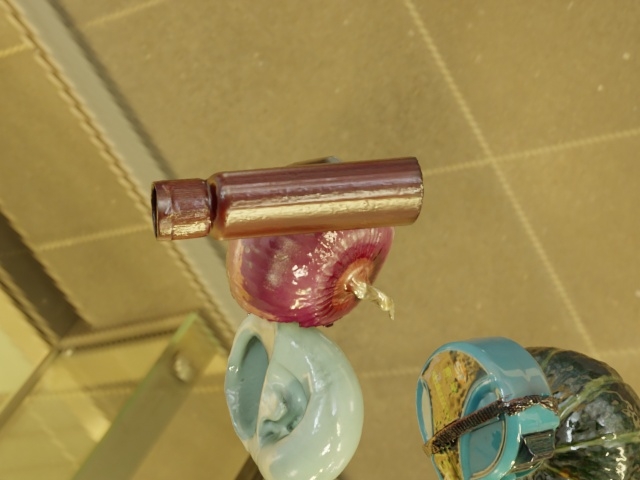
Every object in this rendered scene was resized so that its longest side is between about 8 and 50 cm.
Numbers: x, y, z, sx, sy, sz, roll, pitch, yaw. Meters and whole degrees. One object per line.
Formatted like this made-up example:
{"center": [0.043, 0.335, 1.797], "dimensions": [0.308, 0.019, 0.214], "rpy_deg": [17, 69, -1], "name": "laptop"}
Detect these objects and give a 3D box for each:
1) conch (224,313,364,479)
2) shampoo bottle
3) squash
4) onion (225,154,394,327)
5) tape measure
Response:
{"center": [-0.034, 0.188, 1.627], "dimensions": [0.185, 0.121, 0.221], "rpy_deg": [-14, 78, 26], "name": "conch"}
{"center": [-0.035, -0.039, 1.354], "dimensions": [0.260, 0.064, 0.102], "rpy_deg": [-5, 164, -13], "name": "shampoo bottle"}
{"center": [0.280, 0.255, 1.671], "dimensions": [0.252, 0.165, 0.252], "rpy_deg": [-2, 85, 30], "name": "squash"}
{"center": [-0.009, -0.007, 1.573], "dimensions": [0.207, 0.200, 0.200], "rpy_deg": [-3, 145, -23], "name": "onion"}
{"center": [0.137, 0.147, 1.179], "dimensions": [0.146, 0.081, 0.125], "rpy_deg": [-41, 61, 47], "name": "tape measure"}
